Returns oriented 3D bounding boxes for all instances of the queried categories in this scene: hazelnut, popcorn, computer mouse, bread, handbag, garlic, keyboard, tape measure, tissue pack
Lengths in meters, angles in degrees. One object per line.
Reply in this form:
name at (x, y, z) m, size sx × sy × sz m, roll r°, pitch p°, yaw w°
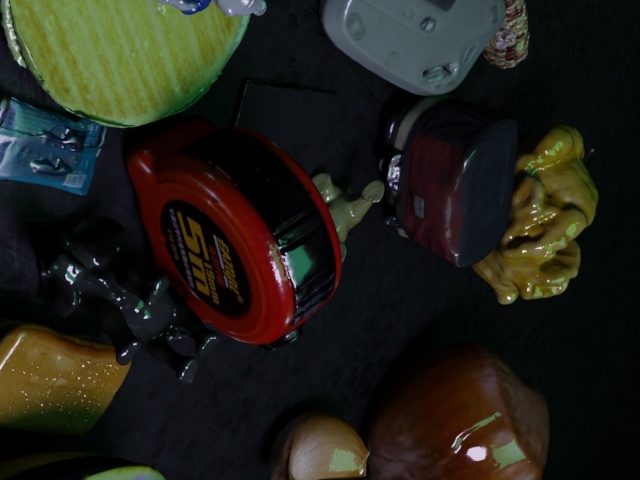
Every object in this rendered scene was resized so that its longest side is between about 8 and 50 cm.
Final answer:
hazelnut at (0.254, 0.375, 1.708) m, size 0.372 × 0.315 × 0.372 m, roll -10°, pitch 120°, yaw -18°
popcorn at (0.353, -0.045, 1.611) m, size 0.280 × 0.297 × 0.316 m, roll 3°, pitch 76°, yaw -18°
computer mouse at (0.126, -0.312, 1.218) m, size 0.331 × 0.095 × 0.197 m, roll 19°, pitch 110°, yaw -48°
bread at (-0.177, -0.248, 0.869) m, size 0.301 × 0.045 × 0.301 m, roll -30°, pitch 133°, yaw -39°
handbag at (0.185, -0.094, 1.370) m, size 0.181 × 0.181 × 0.254 m, roll -37°, pitch 139°, yaw -31°
bread at (-0.295, 0.142, 0.941) m, size 0.116 × 0.077 × 0.200 m, roll -64°, pitch 150°, yaw -4°
garlic at (-0.025, 0.348, 1.450) m, size 0.115 × 0.128 × 0.206 m, roll -31°, pitch 163°, yaw 36°
keyboard at (-0.043, -0.162, 1.153) m, size 0.196 × 0.015 × 0.074 m, roll -4°, pitch 118°, yaw -54°
tape measure at (-0.091, -0.002, 0.982) m, size 0.114 × 0.260 × 0.253 m, roll -36°, pitch 133°, yaw -33°
tissue pack at (-0.265, -0.090, 0.871) m, size 0.138 × 0.028 × 0.085 m, roll 8°, pitch 105°, yaw -54°

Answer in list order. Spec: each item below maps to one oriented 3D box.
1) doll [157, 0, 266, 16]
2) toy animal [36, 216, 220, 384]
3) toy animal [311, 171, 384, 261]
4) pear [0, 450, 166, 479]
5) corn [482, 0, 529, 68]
doll at (-0.130, -0.264, 0.837) m, size 0.227 × 0.057 × 0.114 m, roll 30°, pitch 81°, yaw -46°
toy animal at (-0.212, 0.064, 0.932) m, size 0.114 × 0.146 × 0.245 m, roll -42°, pitch 140°, yaw -12°
toy animal at (0.000, 0.000, 1.273) m, size 0.219 × 0.103 × 0.101 m, roll -60°, pitch 172°, yaw -14°
pear at (-0.345, 0.373, 0.945) m, size 0.399 × 0.165 × 0.399 m, roll -34°, pitch 137°, yaw -39°
corn at (0.270, -0.361, 1.393) m, size 0.098 × 0.098 × 0.290 m, roll -56°, pitch 151°, yaw -12°
